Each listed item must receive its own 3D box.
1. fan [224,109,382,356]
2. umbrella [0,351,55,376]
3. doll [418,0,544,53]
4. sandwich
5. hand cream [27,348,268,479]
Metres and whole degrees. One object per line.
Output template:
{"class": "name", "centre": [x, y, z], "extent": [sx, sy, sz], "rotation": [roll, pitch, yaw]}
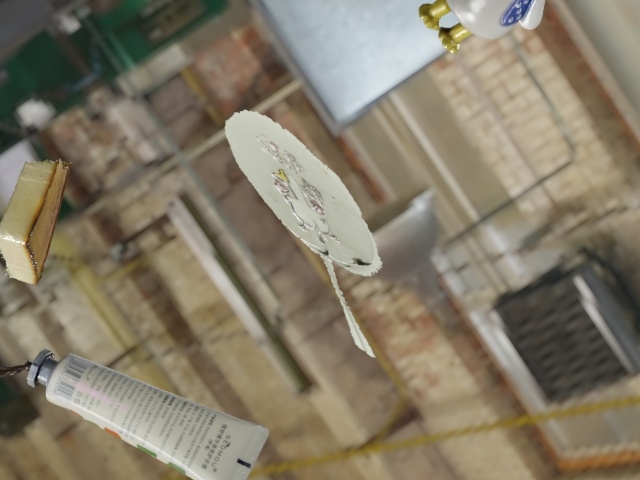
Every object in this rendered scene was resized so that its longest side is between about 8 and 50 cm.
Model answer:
{"class": "fan", "centre": [0.001, 0.000, 2.060], "extent": [0.012, 0.414, 0.233], "rotation": [-42, -127, -17]}
{"class": "umbrella", "centre": [-0.437, 0.186, 2.647], "extent": [0.122, 0.022, 0.013], "rotation": [-19, -148, -13]}
{"class": "doll", "centre": [0.246, -0.323, 2.185], "extent": [0.293, 0.138, 0.119], "rotation": [-33, -157, 30]}
{"class": "sandwich", "centre": [-0.392, -0.040, 2.564], "extent": [0.193, 0.058, 0.162], "rotation": [105, 4, -70]}
{"class": "hand cream", "centre": [-0.199, 0.197, 2.077], "extent": [0.095, 0.276, 0.059], "rotation": [-63, 169, -17]}
